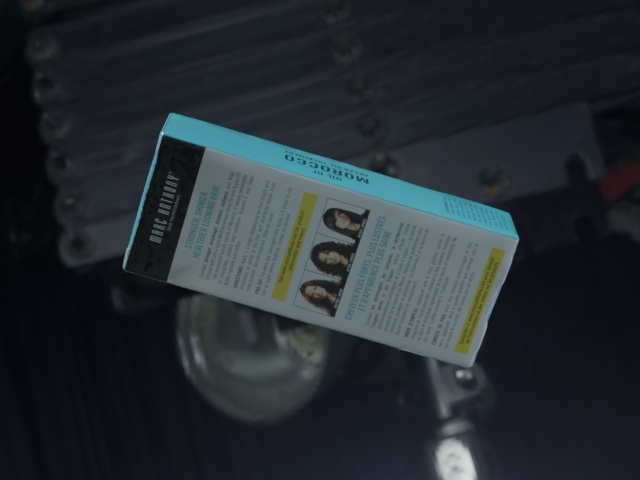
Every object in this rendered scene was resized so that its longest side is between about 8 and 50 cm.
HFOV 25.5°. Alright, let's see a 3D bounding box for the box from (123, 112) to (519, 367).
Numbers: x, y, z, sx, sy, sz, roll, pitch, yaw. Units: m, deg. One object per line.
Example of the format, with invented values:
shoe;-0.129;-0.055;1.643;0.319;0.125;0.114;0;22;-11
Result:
box;0.000;0.000;0.949;0.244;0.100;0.060;17;18;-5
